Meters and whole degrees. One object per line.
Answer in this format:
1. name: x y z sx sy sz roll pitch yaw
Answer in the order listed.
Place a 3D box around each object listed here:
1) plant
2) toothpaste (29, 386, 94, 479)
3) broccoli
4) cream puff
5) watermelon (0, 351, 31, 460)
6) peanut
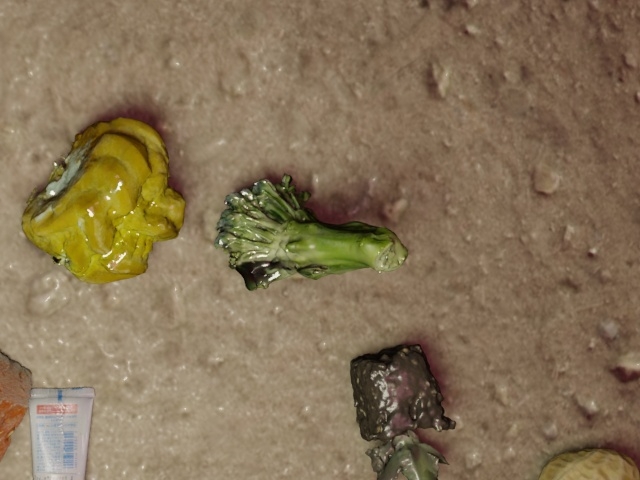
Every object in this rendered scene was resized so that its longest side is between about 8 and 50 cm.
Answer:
1. plant: 0.117 0.258 1.439 0.142 0.131 0.203 -21 97 -20
2. toothpaste: -0.353 0.318 1.330 0.089 0.057 0.234 2 82 -20
3. broccoli: -0.005 -0.003 1.321 0.165 0.304 0.146 -33 118 -33
4. cream puff: -0.268 -0.046 1.302 0.194 0.194 0.221 34 84 -15
5. watermelon: -0.480 0.240 1.254 0.257 0.139 0.193 -47 122 -23
6. peanut: 0.369 0.424 1.527 0.298 0.120 0.136 -35 76 -15
